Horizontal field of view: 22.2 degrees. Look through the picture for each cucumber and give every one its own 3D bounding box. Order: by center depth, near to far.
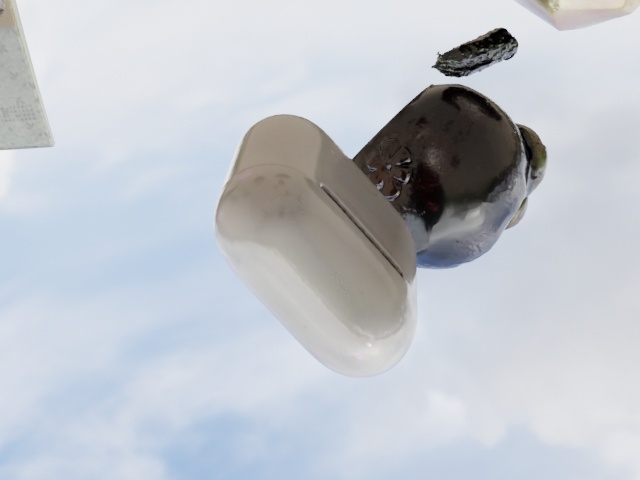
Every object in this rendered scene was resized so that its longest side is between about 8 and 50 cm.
[{"bbox_3d":[0.215,-0.258,2.262,0.053,0.053,0.181,9,-157,40],"label":"cucumber"}]

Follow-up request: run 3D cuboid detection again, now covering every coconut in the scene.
[{"bbox_3d":[0.366,-0.409,2.306,0.237,0.236,0.197,0,171,26],"label":"coconut"}]

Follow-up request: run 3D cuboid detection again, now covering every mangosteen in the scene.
[{"bbox_3d":[0.181,-0.092,2.295,0.233,0.287,0.287,42,-140,8],"label":"mangosteen"}]

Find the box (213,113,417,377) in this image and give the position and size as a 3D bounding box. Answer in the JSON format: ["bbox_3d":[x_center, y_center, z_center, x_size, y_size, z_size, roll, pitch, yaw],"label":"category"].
[{"bbox_3d":[0.001,-0.001,1.958,0.141,0.288,0.349,-37,-165,16],"label":"box"}]

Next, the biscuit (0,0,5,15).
[{"bbox_3d":[-0.453,-0.303,1.895,0.131,0.025,0.231,-2,167,4],"label":"biscuit"}]

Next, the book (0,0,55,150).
[{"bbox_3d":[-0.539,-0.290,2.278,0.269,0.389,0.032,-3,-147,14],"label":"book"}]
